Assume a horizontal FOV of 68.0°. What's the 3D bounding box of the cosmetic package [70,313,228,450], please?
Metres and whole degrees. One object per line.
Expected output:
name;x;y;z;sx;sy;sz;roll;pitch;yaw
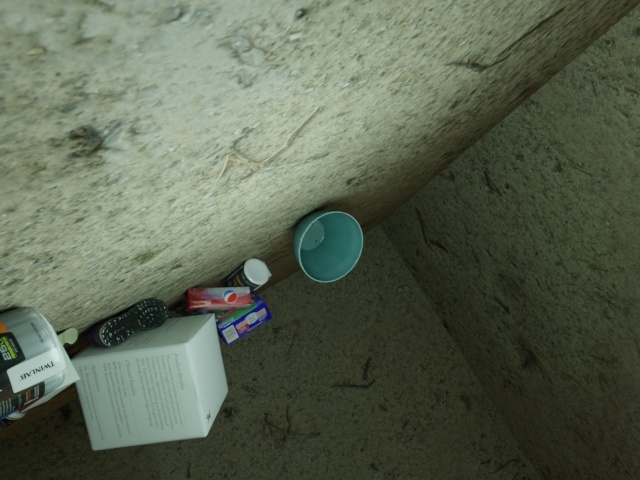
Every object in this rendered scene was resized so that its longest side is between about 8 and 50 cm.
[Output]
cosmetic package;-0.571;0.478;1.657;0.394;0.329;0.327;-8;-171;3

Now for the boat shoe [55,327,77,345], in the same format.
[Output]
boat shoe;-0.761;0.287;1.398;0.042;0.049;0.133;-4;-179;1

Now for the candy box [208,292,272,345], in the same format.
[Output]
candy box;-0.445;0.366;2.453;0.268;0.122;0.317;-30;-151;-22

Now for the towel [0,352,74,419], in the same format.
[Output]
towel;-0.925;0.461;1.527;0.243;0.040;0.336;-27;-168;-22

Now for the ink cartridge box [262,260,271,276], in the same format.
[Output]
ink cartridge box;-0.361;0.202;2.392;0.212;0.093;0.154;-31;173;-17

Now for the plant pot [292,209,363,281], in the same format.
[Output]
plant pot;0.000;0.000;1.933;0.290;0.290;0.195;-29;-151;-18

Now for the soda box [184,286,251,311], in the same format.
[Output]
soda box;-0.431;0.248;2.000;0.263;0.083;0.092;1;159;-26

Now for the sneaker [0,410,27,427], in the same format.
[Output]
sneaker;-1.142;0.613;1.716;0.127;0.126;0.321;-35;177;-21

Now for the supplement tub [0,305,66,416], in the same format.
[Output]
supplement tub;-0.687;0.269;0.909;0.316;0.193;0.193;-26;171;-47

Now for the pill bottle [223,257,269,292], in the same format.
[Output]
pill bottle;-0.350;0.188;2.161;0.130;0.130;0.246;-24;170;-48

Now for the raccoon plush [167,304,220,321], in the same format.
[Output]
raccoon plush;-0.573;0.344;2.050;0.299;0.216;0.446;-44;177;-31

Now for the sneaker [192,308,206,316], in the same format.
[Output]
sneaker;-0.501;0.318;1.967;0.144;0.053;0.059;-54;-175;43

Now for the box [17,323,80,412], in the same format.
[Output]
box;-0.737;0.328;1.229;0.130;0.170;0.091;-34;173;12

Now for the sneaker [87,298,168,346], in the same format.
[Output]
sneaker;-0.665;0.277;1.641;0.124;0.107;0.283;-12;-175;33
